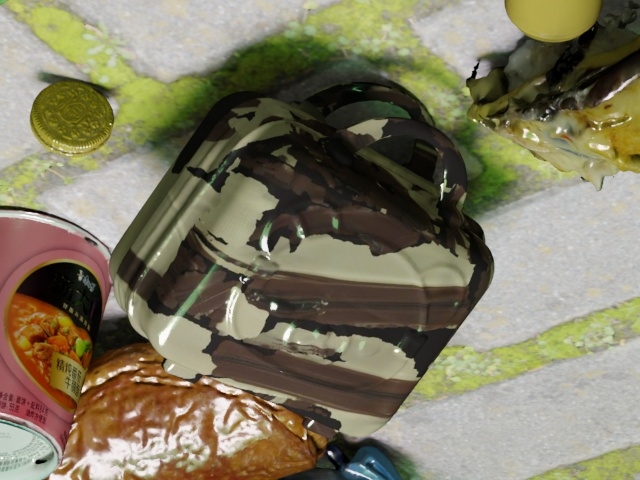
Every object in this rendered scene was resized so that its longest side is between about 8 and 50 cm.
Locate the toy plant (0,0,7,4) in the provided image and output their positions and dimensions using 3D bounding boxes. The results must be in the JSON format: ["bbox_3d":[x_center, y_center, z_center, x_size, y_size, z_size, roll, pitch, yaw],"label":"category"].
[{"bbox_3d":[-0.434,-0.217,1.541,0.356,0.211,0.317,11,146,-26],"label":"toy plant"}]

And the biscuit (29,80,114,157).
[{"bbox_3d":[-0.247,-0.121,1.744,0.084,0.084,0.023,14,144,-11],"label":"biscuit"}]

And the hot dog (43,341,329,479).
[{"bbox_3d":[-0.180,0.233,2.116,0.387,0.174,0.267,-16,153,0],"label":"hot dog"}]

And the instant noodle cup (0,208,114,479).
[{"bbox_3d":[-0.354,0.130,1.956,0.244,0.255,0.244,1,144,1],"label":"instant noodle cup"}]

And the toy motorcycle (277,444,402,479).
[{"bbox_3d":[-0.057,0.353,2.277,0.416,0.232,0.172,11,143,14],"label":"toy motorcycle"}]

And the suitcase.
[{"bbox_3d":[0.000,0.000,1.761,0.351,0.194,0.339,26,106,-36],"label":"suitcase"}]

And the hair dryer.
[{"bbox_3d":[0.112,-0.255,1.535,0.278,0.090,0.135,7,146,9],"label":"hair dryer"}]

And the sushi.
[{"bbox_3d":[0.257,-0.128,1.600,0.139,0.131,0.291,29,157,-27],"label":"sushi"}]
